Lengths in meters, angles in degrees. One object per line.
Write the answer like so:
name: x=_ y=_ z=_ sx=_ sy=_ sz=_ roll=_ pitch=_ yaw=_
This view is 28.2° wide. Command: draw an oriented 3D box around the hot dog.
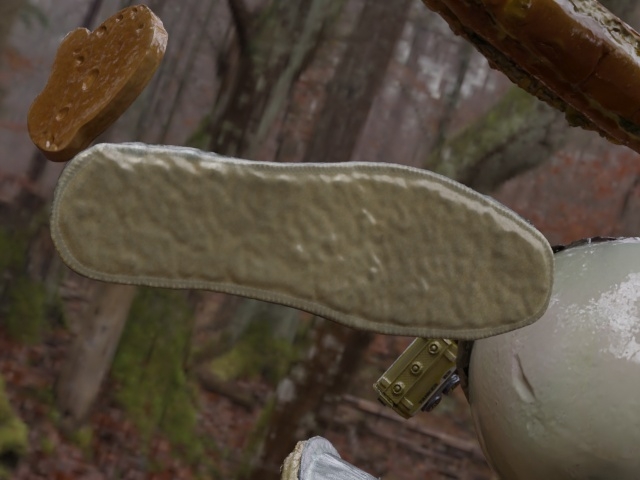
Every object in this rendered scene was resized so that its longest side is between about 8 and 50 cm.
hot dog: x=0.180 y=-0.137 z=0.921 sx=0.269 sy=0.072 sz=0.115 roll=32 pitch=-14 yaw=-22

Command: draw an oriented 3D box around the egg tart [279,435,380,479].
egg tart: x=0.029 y=0.302 z=1.240 sx=0.094 sy=0.234 sz=0.234 roll=-14 pitch=-14 yaw=13

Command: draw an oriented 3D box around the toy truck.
toy truck: x=0.102 y=0.100 z=1.107 sx=0.052 sy=0.123 sz=0.063 roll=43 pitch=4 yaw=20

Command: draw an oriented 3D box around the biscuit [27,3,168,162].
biscuit: x=-0.178 y=-0.129 z=1.003 sx=0.023 sy=0.140 sz=0.118 roll=38 pitch=14 yaw=-43

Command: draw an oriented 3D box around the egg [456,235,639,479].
egg: x=0.238 y=0.147 z=0.937 sx=0.286 sy=0.174 sz=0.264 roll=37 pitch=-54 yaw=-14

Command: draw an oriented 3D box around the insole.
insole: x=0.000 y=0.000 z=0.588 sx=0.248 sy=0.081 sz=0.011 roll=8 pitch=4 yaw=-20
